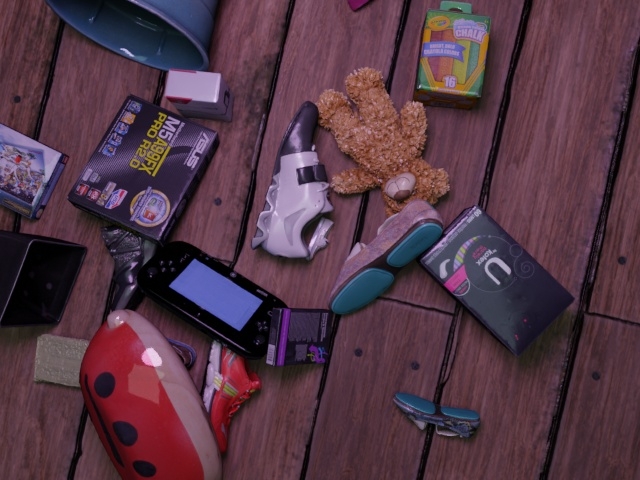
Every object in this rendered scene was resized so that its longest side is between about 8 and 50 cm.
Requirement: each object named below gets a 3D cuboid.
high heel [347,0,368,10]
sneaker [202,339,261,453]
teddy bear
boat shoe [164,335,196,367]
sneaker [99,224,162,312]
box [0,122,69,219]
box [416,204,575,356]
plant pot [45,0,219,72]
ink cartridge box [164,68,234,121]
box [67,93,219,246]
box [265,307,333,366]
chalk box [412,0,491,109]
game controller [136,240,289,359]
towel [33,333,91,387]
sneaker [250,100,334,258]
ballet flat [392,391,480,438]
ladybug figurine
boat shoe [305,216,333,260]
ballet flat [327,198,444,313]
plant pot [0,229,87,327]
[{"bbox_3d":[0.169,-0.571,1.427,0.244,0.082,0.117,-13,117,-9],"label":"high heel"},{"bbox_3d":[-0.186,0.319,1.411,0.118,0.107,0.279,7,90,-1],"label":"sneaker"},{"bbox_3d":[0.122,-0.198,1.394,0.245,0.113,0.338,-16,88,6],"label":"teddy bear"},{"bbox_3d":[-0.362,0.231,1.440,0.183,0.066,0.066,11,90,4],"label":"boat shoe"},{"bbox_3d":[-0.424,0.047,1.441,0.130,0.087,0.228,19,87,6],"label":"sneaker"},{"bbox_3d":[-0.700,-0.168,1.481,0.233,0.044,0.159,26,91,4],"label":"box"},{"bbox_3d":[0.347,0.078,1.357,0.270,0.143,0.165,44,92,3],"label":"box"},{"bbox_3d":[-0.329,-0.565,1.337,0.341,0.341,0.334,18,83,4],"label":"plant pot"},{"bbox_3d":[-0.250,-0.302,1.401,0.109,0.150,0.063,6,86,4],"label":"ink cartridge box"},{"bbox_3d":[-0.370,-0.151,1.415,0.216,0.060,0.270,24,74,5],"label":"box"},{"bbox_3d":[-0.040,0.199,1.384,0.029,0.162,0.116,7,89,44],"label":"box"},{"bbox_3d":[0.270,-0.393,1.376,0.132,0.132,0.213,7,90,3],"label":"chalk box"},{"bbox_3d":[-0.220,0.120,1.397,0.319,0.067,0.166,31,52,5],"label":"game controller"},{"bbox_3d":[-0.560,0.266,1.473,0.148,0.027,0.110,7,89,5],"label":"towel"},{"bbox_3d":[-0.030,-0.120,1.399,0.146,0.122,0.331,16,95,6],"label":"sneaker"},{"bbox_3d":[0.239,0.374,1.403,0.188,0.070,0.070,14,90,7],"label":"ballet flat"},{"bbox_3d":[-0.341,0.344,1.303,0.162,0.305,0.450,-30,112,-35],"label":"ladybug figurine"},{"bbox_3d":[0.000,0.000,1.437,0.035,0.035,0.100,23,84,7],"label":"boat shoe"},{"bbox_3d":[0.126,0.030,1.385,0.316,0.107,0.106,-41,44,24],"label":"ballet flat"},{"bbox_3d":[-0.645,0.063,1.415,0.166,0.188,0.188,22,91,17],"label":"plant pot"}]
